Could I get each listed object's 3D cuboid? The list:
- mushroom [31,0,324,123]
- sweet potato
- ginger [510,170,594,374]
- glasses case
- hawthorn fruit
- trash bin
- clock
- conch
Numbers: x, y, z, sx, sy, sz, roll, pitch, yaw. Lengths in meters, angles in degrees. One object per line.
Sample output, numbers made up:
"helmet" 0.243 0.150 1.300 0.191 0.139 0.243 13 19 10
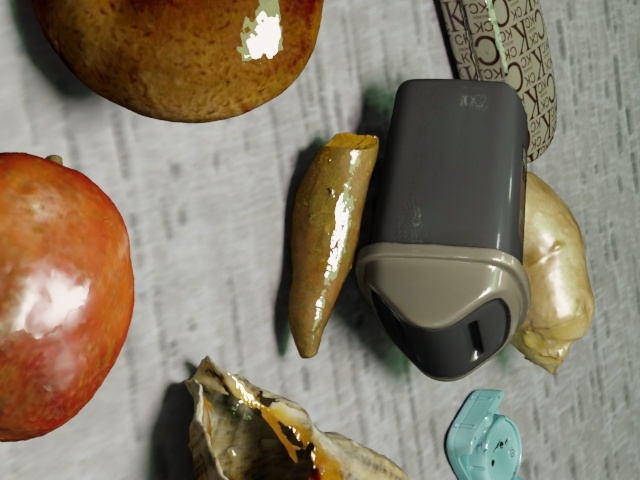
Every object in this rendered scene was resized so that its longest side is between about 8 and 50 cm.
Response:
"mushroom" -0.121 -0.216 1.309 0.267 0.267 0.254 -54 163 -40
"sweet potato" 0.000 0.000 1.560 0.077 0.077 0.244 27 75 -50
"ginger" 0.252 0.027 1.850 0.152 0.138 0.267 -32 102 -35
"glasses case" 0.211 -0.262 1.841 0.137 0.085 0.355 -41 120 -48
"hawthorn fruit" -0.232 0.024 1.137 0.205 0.205 0.253 53 44 -39
"trash bin" 0.139 -0.012 1.638 0.209 0.182 0.290 66 29 -63
"clock" 0.207 0.261 1.850 0.108 0.045 0.147 -52 129 -39
"conch" -0.038 0.251 1.430 0.291 0.159 0.210 39 37 1
